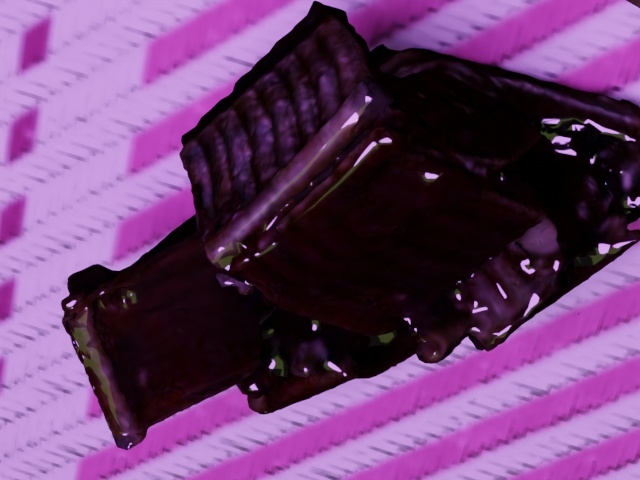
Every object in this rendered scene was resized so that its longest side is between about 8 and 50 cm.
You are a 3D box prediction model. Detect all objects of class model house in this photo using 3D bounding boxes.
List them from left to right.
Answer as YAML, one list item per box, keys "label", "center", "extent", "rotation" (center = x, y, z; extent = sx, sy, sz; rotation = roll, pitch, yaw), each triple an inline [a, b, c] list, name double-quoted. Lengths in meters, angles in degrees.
- label: "model house"
  center: [0.003, 0.010, 0.641]
  extent: [0.141, 0.164, 0.203]
  rotation: [46, 121, -3]

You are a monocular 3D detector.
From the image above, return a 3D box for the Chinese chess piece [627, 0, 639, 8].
- label: "Chinese chess piece"
  center: [0.038, -0.145, 0.498]
  extent: [0.257, 0.257, 0.104]
  rotation: [26, 101, 2]
